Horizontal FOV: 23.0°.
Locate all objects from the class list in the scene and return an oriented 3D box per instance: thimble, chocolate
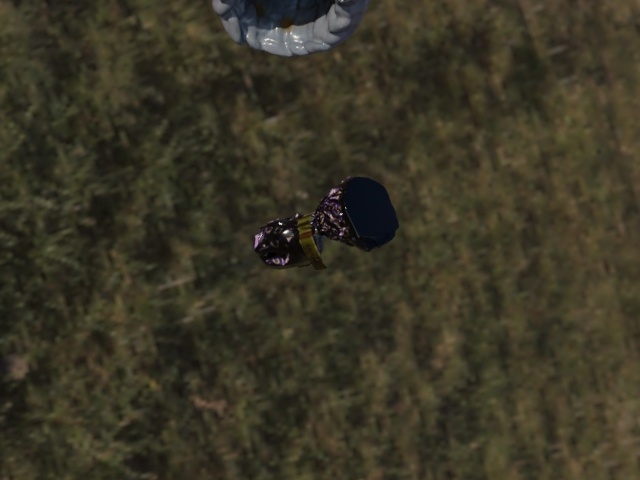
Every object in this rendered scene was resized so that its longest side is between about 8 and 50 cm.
[{"bbox_3d":[-0.017,-0.234,1.339,0.127,0.151,0.118,22,58,-14],"label":"thimble"},{"bbox_3d":[-0.002,-0.002,1.297,0.072,0.147,0.070,25,55,-26],"label":"chocolate"}]
